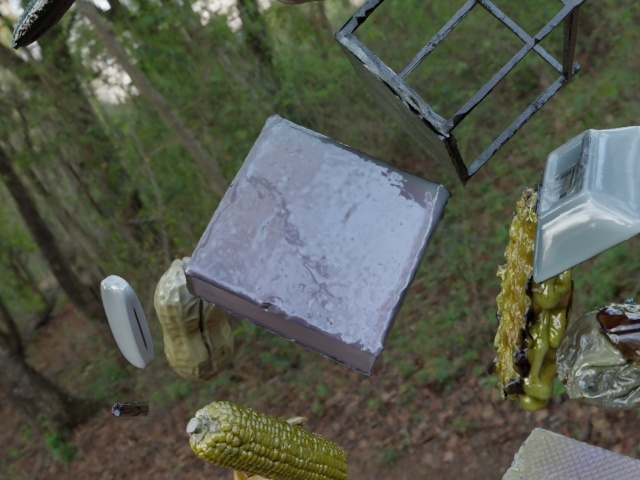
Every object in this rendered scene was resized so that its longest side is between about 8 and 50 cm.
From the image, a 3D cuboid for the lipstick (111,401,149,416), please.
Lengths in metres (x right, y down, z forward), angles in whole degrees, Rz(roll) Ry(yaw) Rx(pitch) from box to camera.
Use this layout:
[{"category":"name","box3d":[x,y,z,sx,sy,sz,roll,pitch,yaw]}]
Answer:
[{"category":"lipstick","box3d":[-0.307,0.271,1.558,0.027,0.027,0.176,-32,-10,-3]}]

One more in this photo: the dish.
[{"category":"dish","box3d":[0.364,-0.073,1.369,0.182,0.080,0.243,-33,23,38]}]

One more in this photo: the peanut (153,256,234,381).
[{"category":"peanut","box3d":[-0.216,0.144,1.673,0.130,0.290,0.130,-2,43,2]}]

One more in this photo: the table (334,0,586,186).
[{"category":"table","box3d":[0.219,-0.278,1.440,0.272,0.222,0.335,-45,-14,4]}]

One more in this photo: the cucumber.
[{"category":"cucumber","box3d":[-0.359,-0.385,1.418,0.284,0.056,0.056,-40,6,15]}]

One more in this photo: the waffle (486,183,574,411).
[{"category":"waffle","box3d":[0.362,0.094,1.684,0.095,0.380,0.382,5,9,1]}]

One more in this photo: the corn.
[{"category":"corn","box3d":[-0.061,0.257,1.201,0.080,0.238,0.080,-32,47,41]}]

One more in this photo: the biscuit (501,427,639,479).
[{"category":"biscuit","box3d":[0.364,0.334,1.302,0.239,0.062,0.108,11,53,47]}]

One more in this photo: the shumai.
[{"category":"shumai","box3d":[0.435,0.151,1.423,0.201,0.120,0.201,-18,39,15]}]

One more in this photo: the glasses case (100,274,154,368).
[{"category":"glasses case","box3d":[-0.295,0.126,1.484,0.063,0.164,0.041,17,40,38]}]

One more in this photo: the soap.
[{"category":"soap","box3d":[0.000,0.000,1.365,0.285,0.296,0.107,-62,-8,-21]}]

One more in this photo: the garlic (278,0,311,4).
[{"category":"garlic","box3d":[-0.005,-0.580,1.888,0.322,0.241,0.322,-20,18,7]}]

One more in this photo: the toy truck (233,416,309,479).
[{"category":"toy truck","box3d":[-0.091,0.505,2.077,0.204,0.212,0.288,-18,-12,-16]}]
